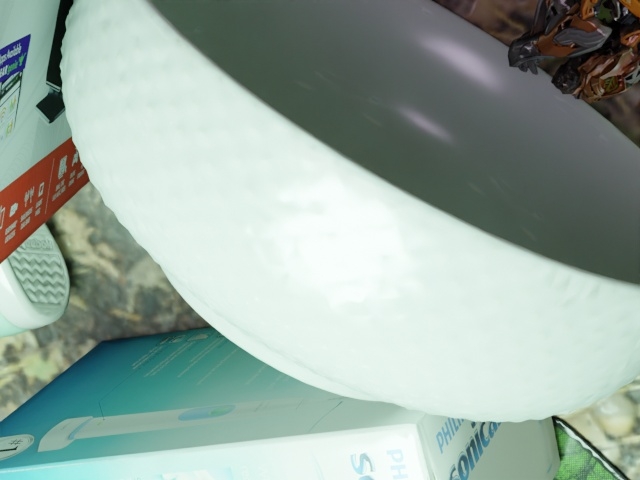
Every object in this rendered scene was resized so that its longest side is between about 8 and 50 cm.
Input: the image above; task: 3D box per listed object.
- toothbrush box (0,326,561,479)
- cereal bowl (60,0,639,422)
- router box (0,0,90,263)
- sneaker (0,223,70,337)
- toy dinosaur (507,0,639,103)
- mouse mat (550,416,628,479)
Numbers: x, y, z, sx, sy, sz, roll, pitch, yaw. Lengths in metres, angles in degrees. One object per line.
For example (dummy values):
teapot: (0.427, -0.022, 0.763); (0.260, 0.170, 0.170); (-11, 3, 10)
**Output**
toothbrush box: (-0.034, 0.132, 1.005); (0.295, 0.216, 0.126); (-10, 104, 22)
cereal bowl: (0.019, -0.022, 0.864); (0.339, 0.339, 0.141); (32, 111, 7)
router box: (-0.153, -0.151, 0.862); (0.082, 0.335, 0.301); (14, 106, 2)
sneaker: (-0.276, -0.045, 1.102); (0.151, 0.094, 0.256); (-18, 100, 27)
toy dinosaur: (0.158, -0.234, 0.878); (0.218, 0.164, 0.322); (20, 96, -3)
mouse mat: (0.137, 0.215, 1.091); (0.152, 0.007, 0.189); (43, 117, 2)
